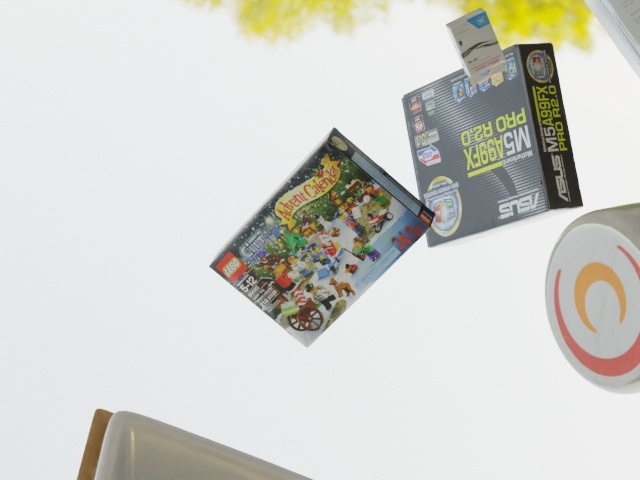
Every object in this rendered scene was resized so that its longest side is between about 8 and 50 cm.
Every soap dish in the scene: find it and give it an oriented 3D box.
[{"bbox_3d":[-0.105,0.304,1.552,0.291,0.118,0.229,23,-140,-14],"label":"soap dish"}]

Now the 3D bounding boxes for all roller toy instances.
[{"bbox_3d":[0.340,0.053,1.726,0.146,0.191,0.209,-9,-99,-34],"label":"roller toy"}]

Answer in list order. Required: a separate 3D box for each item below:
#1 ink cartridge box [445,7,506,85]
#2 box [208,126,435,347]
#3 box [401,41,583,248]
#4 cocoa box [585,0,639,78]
[{"bbox_3d":[0.186,-0.226,1.974,0.083,0.048,0.028,64,180,-19],"label":"ink cartridge box"},{"bbox_3d":[0.000,0.000,1.981,0.159,0.233,0.044,40,-152,-8],"label":"box"},{"bbox_3d":[0.217,-0.119,2.172,0.060,0.216,0.270,-5,173,-31],"label":"box"},{"bbox_3d":[0.321,-0.251,1.358,0.231,0.228,0.347,53,-169,-7],"label":"cocoa box"}]
